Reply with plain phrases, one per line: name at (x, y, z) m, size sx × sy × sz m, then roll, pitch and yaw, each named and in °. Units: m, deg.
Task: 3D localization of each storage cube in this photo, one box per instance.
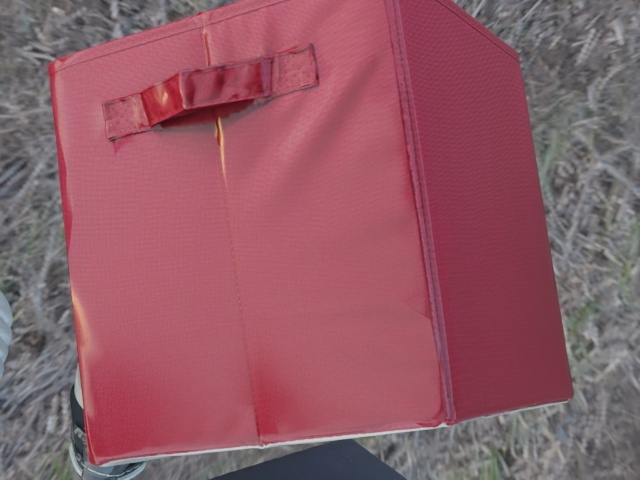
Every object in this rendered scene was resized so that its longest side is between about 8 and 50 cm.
storage cube at (0.000, 0.000, 0.566) m, size 0.184 × 0.215 × 0.193 m, roll -11°, pitch 82°, yaw 26°

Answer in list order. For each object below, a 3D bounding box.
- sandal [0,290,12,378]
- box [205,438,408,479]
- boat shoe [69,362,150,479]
sandal at (-0.318, 0.114, 0.800) m, size 0.102 × 0.416 × 0.169 m, roll -41°, pitch 99°, yaw 12°
box at (0.042, 0.372, 0.864) m, size 0.179 × 0.343 × 0.312 m, roll -12°, pitch 112°, yaw -30°
boat shoe at (-0.116, 0.073, 0.774) m, size 0.084 × 0.233 × 0.079 m, roll 12°, pitch 118°, yaw 2°
